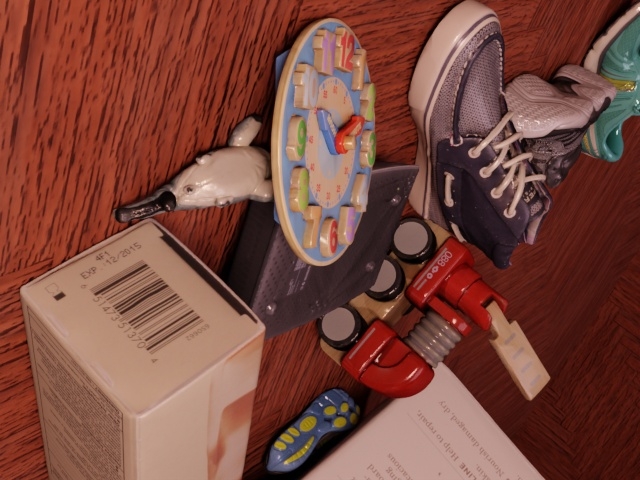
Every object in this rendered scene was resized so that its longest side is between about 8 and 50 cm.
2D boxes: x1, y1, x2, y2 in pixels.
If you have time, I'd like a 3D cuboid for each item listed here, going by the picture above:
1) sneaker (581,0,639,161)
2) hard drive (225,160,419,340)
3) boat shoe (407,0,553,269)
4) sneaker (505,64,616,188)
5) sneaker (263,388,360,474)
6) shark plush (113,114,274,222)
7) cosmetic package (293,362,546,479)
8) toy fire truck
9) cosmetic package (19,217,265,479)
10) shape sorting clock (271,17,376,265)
[{"bbox_3d":[0.438,-0.231,1.336,0.107,0.110,0.275,-33,151,-34],"label":"sneaker"},{"bbox_3d":[0.000,0.000,0.934,0.255,0.054,0.172,-19,134,-55],"label":"hard drive"},{"bbox_3d":[0.190,-0.102,1.021,0.127,0.158,0.340,-43,156,-17],"label":"boat shoe"},{"bbox_3d":[0.291,-0.135,1.221,0.269,0.101,0.153,-25,144,-49],"label":"sneaker"},{"bbox_3d":[-0.015,0.277,1.353,0.188,0.067,0.078,-31,171,-41],"label":"sneaker"},{"bbox_3d":[-0.090,-0.035,0.757,0.161,0.073,0.067,-39,-174,-38],"label":"shark plush"},{"bbox_3d":[0.093,0.456,1.376,0.394,0.327,0.329,-35,169,-31],"label":"cosmetic package"},{"bbox_3d":[0.156,0.127,1.187,0.217,0.246,0.158,-49,156,-3],"label":"toy fire truck"},{"bbox_3d":[-0.150,0.146,0.792,0.129,0.153,0.296,-33,152,-34],"label":"cosmetic package"},{"bbox_3d":[0.010,-0.081,0.781,0.206,0.040,0.206,1,90,-67],"label":"shape sorting clock"}]
